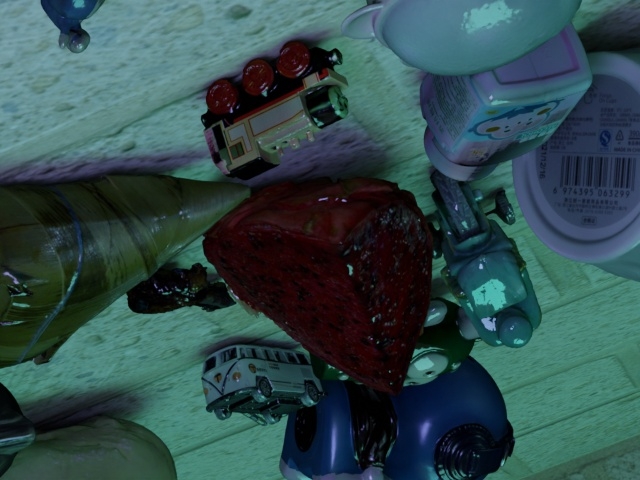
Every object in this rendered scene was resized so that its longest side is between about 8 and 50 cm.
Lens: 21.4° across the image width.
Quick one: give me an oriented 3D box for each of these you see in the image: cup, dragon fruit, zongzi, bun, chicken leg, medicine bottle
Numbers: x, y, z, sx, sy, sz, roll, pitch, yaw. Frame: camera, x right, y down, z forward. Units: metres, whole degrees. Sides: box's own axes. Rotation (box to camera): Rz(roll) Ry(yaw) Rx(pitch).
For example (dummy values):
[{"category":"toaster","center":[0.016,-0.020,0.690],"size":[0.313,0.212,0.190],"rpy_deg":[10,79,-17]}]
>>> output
[{"category":"cup","center":[0.390,-0.073,1.701],"size":[0.371,0.253,0.253],"rpy_deg":[3,151,-42]},{"category":"dragon fruit","center":[0.000,0.000,1.729],"size":[0.205,0.152,0.317],"rpy_deg":[18,155,22]},{"category":"zongzi","center":[-0.223,0.027,1.605],"size":[0.274,0.125,0.251],"rpy_deg":[-14,160,-32]},{"category":"bun","center":[-0.361,0.353,2.229],"size":[0.361,0.213,0.361],"rpy_deg":[-15,144,-11]},{"category":"chicken leg","center":[-0.153,0.053,1.805],"size":[0.106,0.051,0.253],"rpy_deg":[-1,176,7]},{"category":"medicine bottle","center":[0.158,-0.129,1.562],"size":[0.119,0.094,0.188],"rpy_deg":[-13,160,-20]}]

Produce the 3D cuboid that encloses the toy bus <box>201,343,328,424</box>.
[{"category":"toy bus","center":[-0.079,0.183,2.196],"size":[0.087,0.089,0.194],"rpy_deg":[-28,159,27]}]

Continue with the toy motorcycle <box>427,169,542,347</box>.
[{"category":"toy motorcycle","center":[0.192,0.036,1.893],"size":[0.109,0.198,0.296],"rpy_deg":[-25,162,3]}]

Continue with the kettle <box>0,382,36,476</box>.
[{"category":"kettle","center":[-0.447,0.225,1.821],"size":[0.271,0.207,0.251],"rpy_deg":[-9,153,-47]}]

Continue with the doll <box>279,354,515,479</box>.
[{"category":"doll","center":[0.119,0.265,2.407],"size":[0.310,0.240,0.284],"rpy_deg":[5,-167,-23]}]

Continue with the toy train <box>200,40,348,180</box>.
[{"category":"toy train","center":[-0.036,-0.112,1.445],"size":[0.138,0.087,0.050],"rpy_deg":[-25,163,20]}]

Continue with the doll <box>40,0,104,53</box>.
[{"category":"doll","center":[-0.170,-0.175,1.188],"size":[0.050,0.076,0.083],"rpy_deg":[23,157,-10]}]

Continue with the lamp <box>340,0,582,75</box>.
[{"category":"lamp","center":[0.147,-0.202,1.340],"size":[0.246,0.108,0.179],"rpy_deg":[-28,163,24]}]

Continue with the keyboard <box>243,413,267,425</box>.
[{"category":"keyboard","center":[-0.086,0.244,2.473],"size":[0.055,0.014,0.176],"rpy_deg":[-24,161,6]}]

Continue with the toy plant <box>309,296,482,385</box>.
[{"category":"toy plant","center":[0.111,0.130,2.199],"size":[0.243,0.112,0.232],"rpy_deg":[5,155,-38]}]
